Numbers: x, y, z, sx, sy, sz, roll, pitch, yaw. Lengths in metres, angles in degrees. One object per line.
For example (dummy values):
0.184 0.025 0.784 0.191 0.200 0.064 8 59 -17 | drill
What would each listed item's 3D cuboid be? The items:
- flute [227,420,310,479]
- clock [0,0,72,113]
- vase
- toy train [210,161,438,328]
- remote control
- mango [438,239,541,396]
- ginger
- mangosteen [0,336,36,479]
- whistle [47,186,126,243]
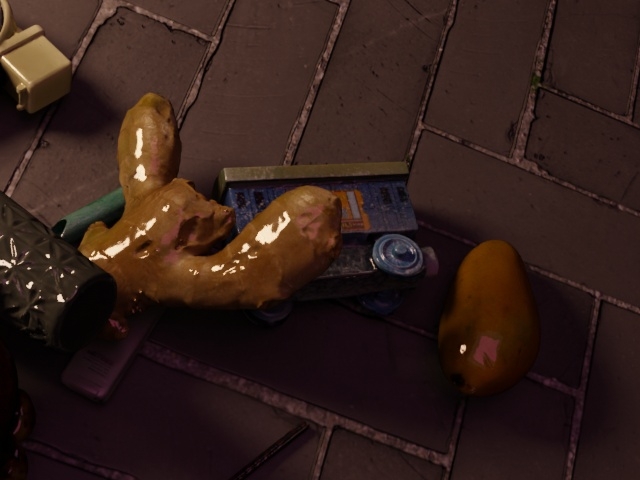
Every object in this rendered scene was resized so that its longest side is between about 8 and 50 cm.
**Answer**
-0.114 0.301 1.320 0.269 0.014 0.014 -35 78 -29 | flute
-0.534 -0.194 1.385 0.276 0.120 0.379 41 59 12 | clock
-0.380 0.017 1.207 0.301 0.156 0.251 28 19 19 | vase
0.000 0.000 1.449 0.300 0.131 0.202 -3 58 -20 | toy train
-0.239 0.092 1.382 0.067 0.029 0.261 28 57 2 | remote control
0.235 0.104 1.474 0.139 0.113 0.253 19 53 -3 | mango
-0.185 0.023 1.318 0.363 0.122 0.348 32 80 18 | ginger
-0.411 0.197 1.181 0.257 0.215 0.215 49 58 -15 | mangosteen
-0.308 -0.025 1.411 0.186 0.039 0.039 -31 77 -28 | whistle
